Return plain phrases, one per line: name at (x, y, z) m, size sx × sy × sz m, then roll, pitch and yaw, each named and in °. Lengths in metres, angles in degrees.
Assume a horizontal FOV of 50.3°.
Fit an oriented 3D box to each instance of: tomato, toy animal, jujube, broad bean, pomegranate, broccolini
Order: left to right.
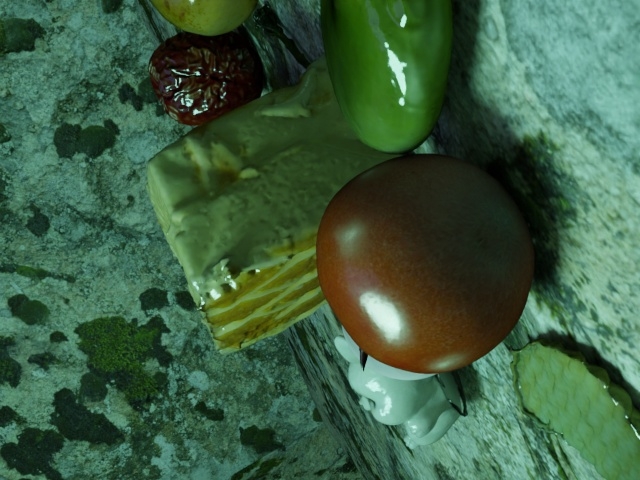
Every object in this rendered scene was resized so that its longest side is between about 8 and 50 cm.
pomegranate at (-0.194, -0.456, 1.123) m, size 0.233 × 0.233 × 0.233 m, roll 58°, pitch 166°, yaw 23°
jujube at (-0.250, -0.363, 1.504) m, size 0.213 × 0.232 × 0.213 m, roll 57°, pitch 161°, yaw 31°
broccolini at (-0.057, -0.358, 1.222) m, size 0.218 × 0.042 × 0.044 m, roll 48°, pitch 159°, yaw 32°
broad bean at (0.069, -0.229, 0.737) m, size 0.291 × 0.119 × 0.238 m, roll 86°, pitch 166°, yaw -49°
toy animal at (0.136, 0.228, 1.162) m, size 0.325 × 0.154 × 0.208 m, roll 59°, pitch -165°, yaw -23°
tomato at (0.121, 0.025, 0.792) m, size 0.255 × 0.256 × 0.224 m, roll 63°, pitch 151°, yaw 1°

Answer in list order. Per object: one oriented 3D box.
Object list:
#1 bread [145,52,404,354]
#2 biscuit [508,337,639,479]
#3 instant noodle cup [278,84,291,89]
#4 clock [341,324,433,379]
bread at (-0.069, -0.039, 1.110) m, size 0.279 × 0.390 × 0.371 m, roll 53°, pitch 166°, yaw 20°
biscuit at (0.320, 0.205, 0.823) m, size 0.273 × 0.036 × 0.187 m, roll 43°, pitch 156°, yaw 58°
instant noodle cup at (-0.092, -0.202, 1.364) m, size 0.144 × 0.182 × 0.182 m, roll 54°, pitch 168°, yaw -7°
clock at (0.128, 0.104, 1.014) m, size 0.197 × 0.197 × 0.068 m, roll 57°, pitch 167°, yaw 26°
